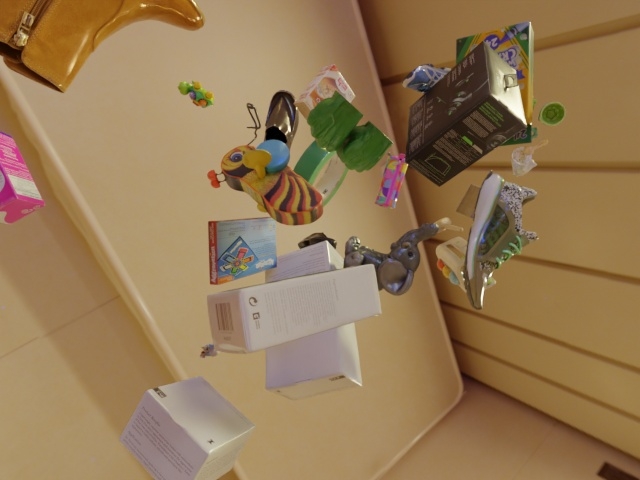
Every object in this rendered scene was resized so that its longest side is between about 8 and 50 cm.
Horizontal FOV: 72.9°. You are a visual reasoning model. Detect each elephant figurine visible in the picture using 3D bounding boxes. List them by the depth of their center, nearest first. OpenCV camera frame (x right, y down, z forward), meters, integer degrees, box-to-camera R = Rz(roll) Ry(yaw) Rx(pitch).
[{"bbox_3d":[0.186,0.068,1.140,0.239,0.169,0.186,1,-43,11],"label":"elephant figurine"}]

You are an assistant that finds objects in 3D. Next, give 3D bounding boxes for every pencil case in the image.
[{"bbox_3d":[0.305,-0.253,1.858,0.104,0.104,0.236,23,-80,51],"label":"pencil case"}]

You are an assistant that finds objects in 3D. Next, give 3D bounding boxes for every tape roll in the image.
[{"bbox_3d":[0.001,-0.248,1.644,0.077,0.321,0.321,34,-32,17],"label":"tape roll"}]

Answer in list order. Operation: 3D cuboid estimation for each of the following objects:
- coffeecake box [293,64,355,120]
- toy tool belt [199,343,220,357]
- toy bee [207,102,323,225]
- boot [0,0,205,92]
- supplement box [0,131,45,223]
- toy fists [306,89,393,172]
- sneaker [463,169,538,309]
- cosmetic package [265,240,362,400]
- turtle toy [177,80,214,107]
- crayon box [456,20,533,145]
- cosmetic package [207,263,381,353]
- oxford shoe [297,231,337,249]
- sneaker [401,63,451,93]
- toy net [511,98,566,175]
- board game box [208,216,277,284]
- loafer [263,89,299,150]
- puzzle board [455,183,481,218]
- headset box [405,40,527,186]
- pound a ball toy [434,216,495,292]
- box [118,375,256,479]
[{"bbox_3d":[0.017,-0.494,1.521,0.068,0.185,0.142,14,-26,52],"label":"coffeecake box"},{"bbox_3d":[-0.398,0.386,1.550,0.083,0.052,0.051,-13,-79,22],"label":"toy tool belt"},{"bbox_3d":[-0.132,-0.125,0.875,0.298,0.162,0.195,46,-17,45],"label":"toy bee"},{"bbox_3d":[-0.309,-0.295,0.586,0.104,0.295,0.211,13,-93,40],"label":"boot"},{"bbox_3d":[-0.830,-0.166,1.107,0.220,0.111,0.114,62,-1,6],"label":"supplement box"},{"bbox_3d":[0.077,-0.297,1.228,0.279,0.142,0.096,29,20,-42],"label":"toy fists"},{"bbox_3d":[0.514,0.003,1.226,0.182,0.411,0.158,12,-9,21],"label":"sneaker"},{"bbox_3d":[-0.028,0.218,1.197,0.156,0.217,0.385,46,33,-52],"label":"cosmetic package"},{"bbox_3d":[-0.423,-0.501,1.483,0.130,0.066,0.095,36,1,-14],"label":"turtle toy"},{"bbox_3d":[0.503,-0.440,1.261,0.203,0.083,0.323,0,-92,34],"label":"crayon box"},{"bbox_3d":[-0.034,0.094,0.631,0.117,0.231,0.086,-14,-96,54],"label":"cosmetic package"},{"bbox_3d":[0.000,0.000,1.772,0.227,0.096,0.083,4,-49,54],"label":"oxford shoe"},{"bbox_3d":[0.336,-0.474,1.306,0.080,0.211,0.081,-35,-109,58],"label":"sneaker"},{"bbox_3d":[0.624,-0.306,1.298,0.122,0.045,0.232,21,-70,7],"label":"toy net"},{"bbox_3d":[-0.187,0.017,1.095,0.027,0.281,0.145,0,-85,22],"label":"board game box"},{"bbox_3d":[-0.162,-0.453,1.772,0.130,0.133,0.366,110,-15,-81],"label":"loafer"},{"bbox_3d":[0.626,-0.157,1.769,0.096,0.011,0.128,23,-66,-2],"label":"puzzle board"},{"bbox_3d":[0.363,-0.322,1.100,0.131,0.246,0.283,30,-42,-21],"label":"headset box"},{"bbox_3d":[0.493,0.054,1.604,0.208,0.135,0.319,61,6,-12],"label":"pound a ball toy"},{"bbox_3d":[-0.262,0.388,0.876,0.181,0.119,0.182,33,5,21],"label":"box"}]
